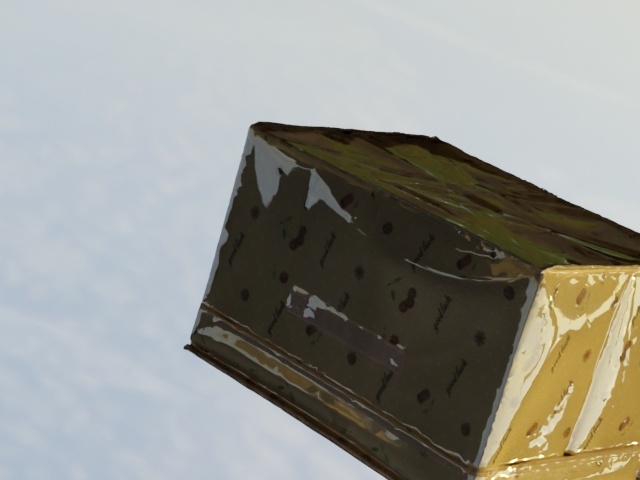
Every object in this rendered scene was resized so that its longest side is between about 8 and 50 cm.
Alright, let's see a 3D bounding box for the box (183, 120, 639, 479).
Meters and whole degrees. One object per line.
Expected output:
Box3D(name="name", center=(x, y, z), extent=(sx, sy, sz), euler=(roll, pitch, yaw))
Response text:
Box3D(name="box", center=(0.093, 0.049, 1.347), extent=(0.297, 0.190, 0.225), euler=(30, -161, 38))
